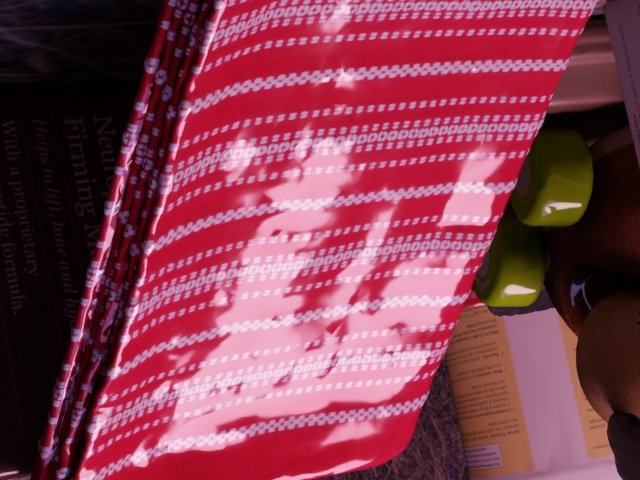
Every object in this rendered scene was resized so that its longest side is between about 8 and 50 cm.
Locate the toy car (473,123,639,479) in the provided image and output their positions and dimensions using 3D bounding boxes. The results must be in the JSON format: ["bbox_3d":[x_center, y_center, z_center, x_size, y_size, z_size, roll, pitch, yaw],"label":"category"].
[{"bbox_3d":[0.181,0.046,0.804,0.155,0.188,0.149,1,143,-14],"label":"toy car"}]

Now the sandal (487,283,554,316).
[{"bbox_3d":[0.285,-0.075,0.953,0.445,0.107,0.167,-31,162,31],"label":"sandal"}]

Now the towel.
[{"bbox_3d":[0.000,0.000,0.615,0.198,0.031,0.275,-7,131,-36],"label":"towel"}]

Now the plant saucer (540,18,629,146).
[{"bbox_3d":[0.078,-0.064,0.875,0.277,0.041,0.278,-10,174,-1],"label":"plant saucer"}]

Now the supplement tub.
[{"bbox_3d":[0.233,0.118,1.372,0.241,0.331,0.241,-11,173,-1],"label":"supplement tub"}]

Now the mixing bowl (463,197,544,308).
[{"bbox_3d":[0.134,-0.006,1.174,0.181,0.098,0.181,-12,174,-1],"label":"mixing bowl"}]

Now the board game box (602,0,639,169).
[{"bbox_3d":[0.283,-0.078,0.658,0.142,0.144,0.275,-6,172,-42],"label":"board game box"}]

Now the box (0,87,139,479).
[{"bbox_3d":[-0.121,0.026,0.750,0.203,0.169,0.167,-7,171,-34],"label":"box"}]
